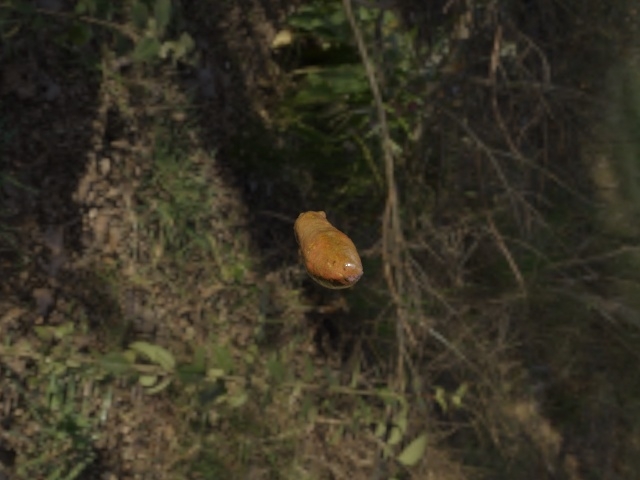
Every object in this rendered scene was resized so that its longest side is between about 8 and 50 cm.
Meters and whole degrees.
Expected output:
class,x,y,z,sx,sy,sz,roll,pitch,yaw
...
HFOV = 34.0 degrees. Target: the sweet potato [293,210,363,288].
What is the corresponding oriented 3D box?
class,x,y,z,sx,sy,sz,roll,pitch,yaw
sweet potato,0.000,0.000,0.994,0.214,0.050,0.050,-123,-155,-71
